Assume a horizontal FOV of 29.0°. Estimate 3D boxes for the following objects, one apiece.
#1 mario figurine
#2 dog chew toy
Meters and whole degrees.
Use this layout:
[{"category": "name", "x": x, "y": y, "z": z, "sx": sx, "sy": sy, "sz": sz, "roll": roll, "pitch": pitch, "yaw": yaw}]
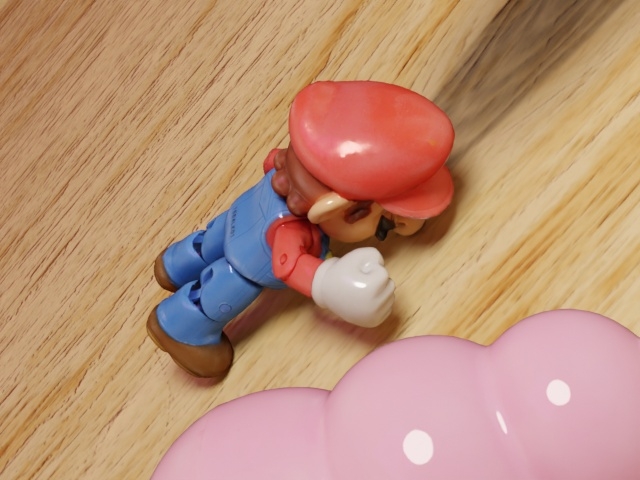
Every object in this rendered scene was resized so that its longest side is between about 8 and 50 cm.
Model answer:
[{"category": "mario figurine", "x": 0.000, "y": 0.000, "z": 1.018, "sx": 0.320, "sy": 0.170, "sz": 0.198, "roll": -38, "pitch": 70, "yaw": 37}, {"category": "dog chew toy", "x": 0.057, "y": 0.149, "z": 0.709, "sx": 0.331, "sy": 0.206, "sz": 0.207, "roll": -30, "pitch": 38, "yaw": 16}]
